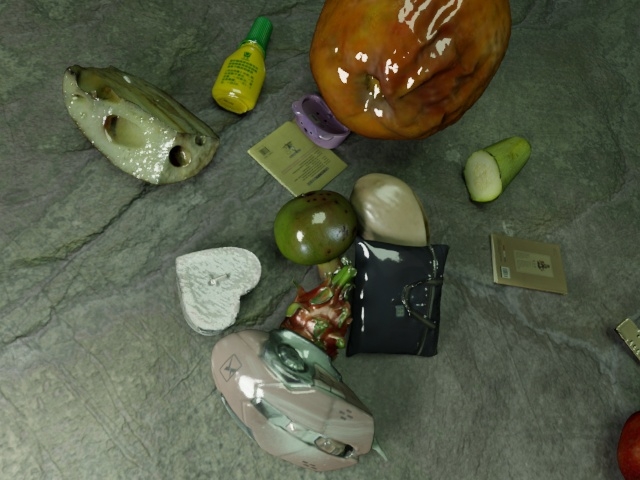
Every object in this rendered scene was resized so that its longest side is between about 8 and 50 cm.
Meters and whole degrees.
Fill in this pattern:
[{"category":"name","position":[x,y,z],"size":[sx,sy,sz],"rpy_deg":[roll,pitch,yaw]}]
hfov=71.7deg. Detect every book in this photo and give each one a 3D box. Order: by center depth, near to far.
[{"category":"book","position":[-0.055,-0.202,1.097],"size":[0.192,0.013,0.168],"rpy_deg":[44,64,7]},{"category":"book","position":[0.526,0.058,1.123],"size":[0.199,0.016,0.138],"rpy_deg":[10,64,-9]}]

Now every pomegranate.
[{"category":"pomegranate","position":[-0.014,-0.004,0.945],"size":[0.180,0.179,0.210],"rpy_deg":[7,96,-11]}]

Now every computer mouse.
[{"category":"computer mouse","position":[-0.035,0.306,0.777],"size":[0.389,0.115,0.199],"rpy_deg":[39,106,-7]}]

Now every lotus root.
[{"category":"lotus root","position":[-0.396,-0.249,0.977],"size":[0.314,0.142,0.210],"rpy_deg":[38,26,9]}]

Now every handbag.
[{"category":"handbag","position":[0.166,0.123,0.939],"size":[0.211,0.089,0.254],"rpy_deg":[3,93,-11]}]

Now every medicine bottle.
[{"category":"medicine bottle","position":[-0.185,-0.465,1.148],"size":[0.111,0.076,0.308],"rpy_deg":[18,64,-8]}]

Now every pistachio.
[{"category":"pistachio","position":[0.158,-0.047,0.998],"size":[0.237,0.153,0.137],"rpy_deg":[58,42,-16]}]

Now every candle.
[{"category":"candle","position":[-0.221,0.087,0.896],"size":[0.169,0.068,0.192],"rpy_deg":[33,61,-2]}]

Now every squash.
[{"category":"squash","position":[0.491,-0.228,1.188],"size":[0.137,0.137,0.287],"rpy_deg":[45,61,8]}]

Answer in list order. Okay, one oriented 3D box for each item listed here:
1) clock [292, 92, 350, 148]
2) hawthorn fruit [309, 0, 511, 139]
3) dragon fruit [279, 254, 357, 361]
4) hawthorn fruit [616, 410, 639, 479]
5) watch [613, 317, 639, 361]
[{"category":"clock","position":[-0.007,-0.296,1.118],"size":[0.110,0.050,0.152],"rpy_deg":[-33,76,-38]},{"category":"hawthorn fruit","position":[0.202,-0.440,1.029],"size":[0.472,0.471,0.471],"rpy_deg":[5,65,-12]},{"category":"dragon fruit","position":[-0.003,0.137,0.872],"size":[0.137,0.135,0.235],"rpy_deg":[15,91,-10]},{"category":"hawthorn fruit","position":[0.726,0.439,0.916],"size":[0.190,0.189,0.251],"rpy_deg":[32,56,1]},{"category":"watch","position":[0.794,0.309,0.996],"size":[0.102,0.165,0.268],"rpy_deg":[-40,89,11]}]
